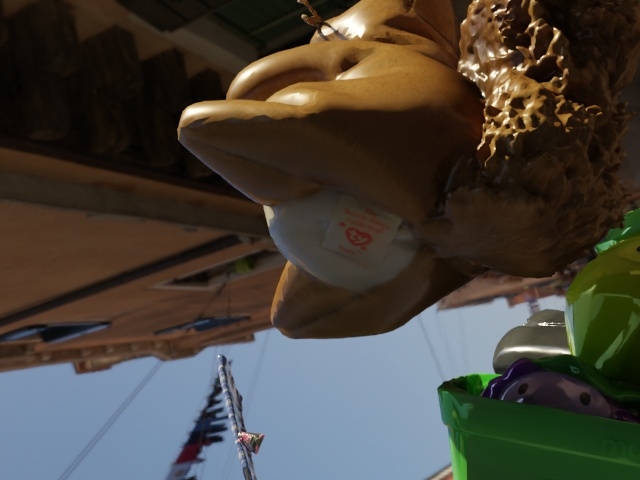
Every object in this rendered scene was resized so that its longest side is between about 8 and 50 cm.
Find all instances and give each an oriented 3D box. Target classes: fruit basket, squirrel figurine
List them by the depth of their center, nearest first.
[{"bbox_3d":[0.310,0.135,0.656,0.283,0.392,0.392,17,-122,-69],"label":"fruit basket"},{"bbox_3d":[0.113,-0.133,0.694,0.281,0.397,0.370,61,-144,-36],"label":"squirrel figurine"}]

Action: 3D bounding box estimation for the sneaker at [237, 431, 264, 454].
[{"bbox_3d":[-0.161,0.453,1.612,0.057,0.119,0.047,27,-112,-3],"label":"sneaker"}]

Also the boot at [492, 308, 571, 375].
[{"bbox_3d":[0.472,0.214,1.188,0.367,0.445,0.146,-8,-82,-37],"label":"boot"}]

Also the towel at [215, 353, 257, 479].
[{"bbox_3d":[-0.204,0.482,1.826,0.243,0.040,0.336,83,169,-47],"label":"towel"}]
